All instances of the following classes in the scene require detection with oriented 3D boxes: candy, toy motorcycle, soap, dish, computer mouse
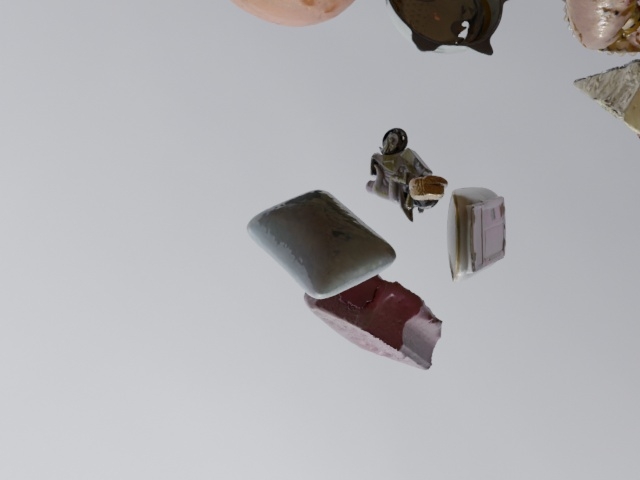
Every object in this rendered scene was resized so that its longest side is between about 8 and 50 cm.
[{"bbox_3d":[0.000,0.000,1.352,0.138,0.071,0.174,-24,-134,-26],"label":"candy"},{"bbox_3d":[0.172,-0.139,2.302,0.073,0.152,0.225,18,-141,-54],"label":"toy motorcycle"},{"bbox_3d":[0.113,0.148,2.039,0.220,0.127,0.325,20,168,26],"label":"soap"},{"bbox_3d":[0.201,-0.373,1.684,0.228,0.086,0.236,46,-118,8],"label":"dish"},{"bbox_3d":[0.212,-0.010,1.412,0.245,0.056,0.125,-16,-74,-67],"label":"computer mouse"}]

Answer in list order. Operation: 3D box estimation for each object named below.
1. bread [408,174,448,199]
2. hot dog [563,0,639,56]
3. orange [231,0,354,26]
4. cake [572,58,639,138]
[{"bbox_3d":[0.222,-0.109,2.109,0.081,0.083,0.046,12,-109,-49],"label":"bread"},{"bbox_3d":[0.259,-0.246,0.765,0.144,0.268,0.075,2,-126,1],"label":"hot dog"},{"bbox_3d":[-0.067,-0.628,1.974,0.326,0.424,0.423,-2,-127,-29],"label":"orange"},{"bbox_3d":[0.534,-0.268,1.765,0.086,0.116,0.220,30,-162,-18],"label":"cake"}]
